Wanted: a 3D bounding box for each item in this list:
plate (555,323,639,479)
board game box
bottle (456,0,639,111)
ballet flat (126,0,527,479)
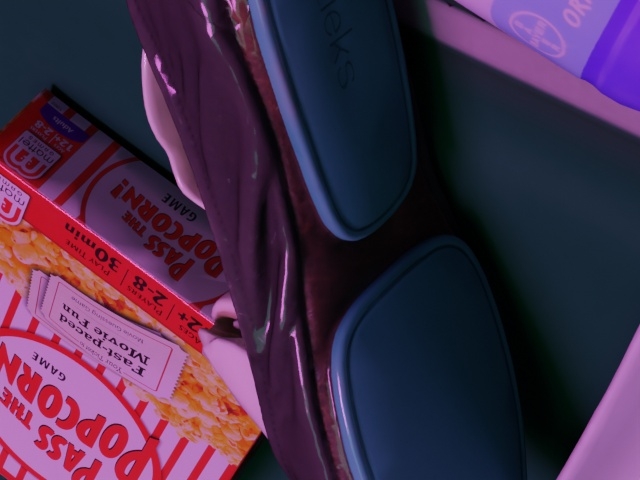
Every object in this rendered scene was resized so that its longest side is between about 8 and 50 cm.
[{"bbox_3d":[0.220,0.091,0.600,0.277,0.045,0.278,30,140,13],"label":"plate"},{"bbox_3d":[-0.088,0.048,0.804,0.147,0.045,0.193,36,141,5],"label":"board game box"},{"bbox_3d":[0.009,-0.146,0.504,0.283,0.092,0.118,34,139,7],"label":"bottle"},{"bbox_3d":[0.000,0.000,0.663,0.096,0.095,0.280,11,123,45],"label":"ballet flat"}]
